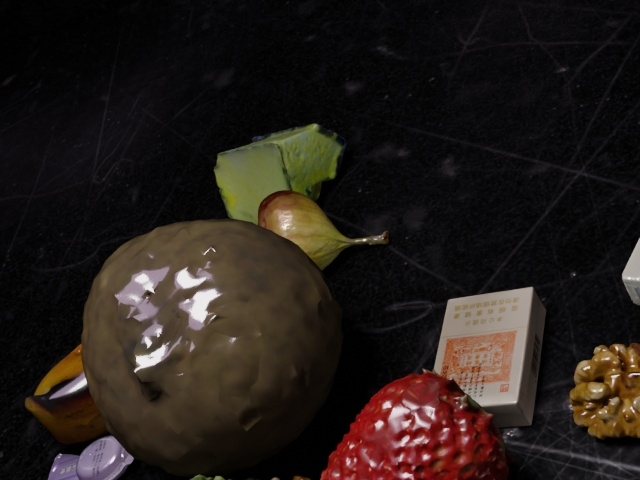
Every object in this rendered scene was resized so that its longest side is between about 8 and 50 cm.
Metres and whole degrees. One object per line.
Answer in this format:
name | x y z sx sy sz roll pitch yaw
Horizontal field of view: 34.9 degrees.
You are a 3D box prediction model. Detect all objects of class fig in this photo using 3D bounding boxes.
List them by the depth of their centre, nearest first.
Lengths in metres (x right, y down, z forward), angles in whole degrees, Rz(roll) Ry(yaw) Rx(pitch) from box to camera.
fig | -0.013 -0.003 1.753 0.231 0.143 0.160 5 83 34

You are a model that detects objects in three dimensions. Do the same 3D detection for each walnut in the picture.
walnut | 0.390 0.182 1.273 0.170 0.069 0.143 -4 48 40

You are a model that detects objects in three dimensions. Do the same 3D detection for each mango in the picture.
mango | -0.364 0.230 1.754 0.287 0.152 0.201 -38 22 -8

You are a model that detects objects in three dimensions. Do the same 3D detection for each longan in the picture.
longan | -0.161 0.147 1.504 0.391 0.391 0.391 -22 38 19

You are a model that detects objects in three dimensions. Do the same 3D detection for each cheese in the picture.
cheese | -0.385 0.377 1.712 0.191 0.042 0.105 -19 38 24

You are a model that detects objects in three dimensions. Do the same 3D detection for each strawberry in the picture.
strawberry | 0.105 0.287 1.274 0.244 0.205 0.205 -38 36 -6

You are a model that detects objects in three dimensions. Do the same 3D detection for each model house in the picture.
model house | -0.065 -0.129 1.967 0.194 0.170 0.211 -10 15 41

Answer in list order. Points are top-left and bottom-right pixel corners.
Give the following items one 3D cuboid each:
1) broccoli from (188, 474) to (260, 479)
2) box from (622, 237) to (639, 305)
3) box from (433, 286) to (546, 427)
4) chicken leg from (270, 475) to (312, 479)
broccoli | -0.192 0.406 1.459 0.304 0.165 0.145 -10 72 51
box | 0.545 0.020 1.321 0.259 0.071 0.168 9 55 44
box | 0.235 0.166 1.426 0.141 0.058 0.201 -10 44 32
chicken leg | -0.037 0.352 1.308 0.087 0.251 0.107 -40 68 -4
